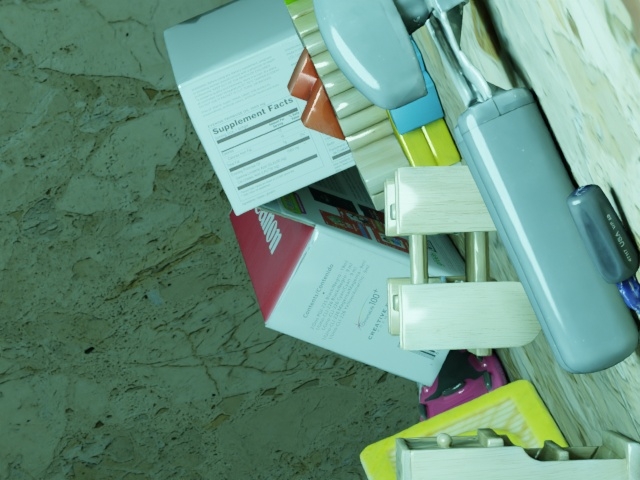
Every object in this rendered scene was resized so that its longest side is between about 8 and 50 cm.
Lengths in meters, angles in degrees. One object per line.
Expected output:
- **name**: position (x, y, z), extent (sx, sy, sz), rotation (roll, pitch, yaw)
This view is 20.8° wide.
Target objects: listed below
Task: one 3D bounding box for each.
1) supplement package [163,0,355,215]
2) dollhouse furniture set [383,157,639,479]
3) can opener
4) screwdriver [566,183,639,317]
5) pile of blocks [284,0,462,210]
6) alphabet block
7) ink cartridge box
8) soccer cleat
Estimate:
- **supplement package**: position (-0.034, -0.163, 1.765), extent (0.262, 0.204, 0.145), rotation (-114, 1, -71)
- **dollhouse furniture set**: position (0.132, 0.061, 1.212), extent (0.212, 0.161, 0.242), rotation (108, 160, -89)
- **can opener**: position (0.082, -0.048, 0.998), extent (0.076, 0.095, 0.283), rotation (63, -177, -84)
- **screwdriver**: position (0.169, 0.045, 0.891), extent (0.170, 0.024, 0.025), rotation (59, -149, -18)
- **pile of blocks**: position (0.013, -0.175, 1.498), extent (0.149, 0.113, 0.362), rotation (69, 177, -84)
- **alphabet block**: position (0.174, 0.291, 1.723), extent (0.192, 0.193, 0.197), rotation (-117, 3, -58)
- **ink cartridge box**: position (0.000, 0.000, 1.941), extent (0.272, 0.130, 0.309), rotation (22, -163, -18)
- **soccer cleat**: position (0.172, 0.165, 2.100), extent (0.143, 0.116, 0.331), rotation (46, -166, -38)
